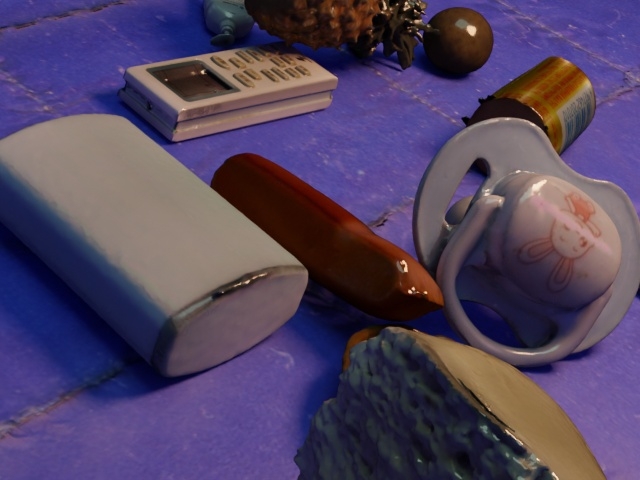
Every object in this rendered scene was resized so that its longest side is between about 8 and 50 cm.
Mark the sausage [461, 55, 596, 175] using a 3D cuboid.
[{"bbox_3d":[0.299,-0.177,1.718,0.125,0.117,0.317,43,34,6],"label":"sausage"}]

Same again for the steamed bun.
[{"bbox_3d":[0.109,0.209,0.893,0.273,0.272,0.290,3,40,-26],"label":"steamed bun"}]

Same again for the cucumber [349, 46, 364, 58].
[{"bbox_3d":[0.041,-0.319,1.862,0.036,0.033,0.184,29,23,-36],"label":"cucumber"}]

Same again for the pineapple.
[{"bbox_3d":[0.052,-0.312,1.701,0.340,0.169,0.169,15,26,-48],"label":"pineapple"}]

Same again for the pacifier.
[{"bbox_3d":[0.200,0.008,1.361,0.287,0.238,0.226,29,-4,-19],"label":"pacifier"}]

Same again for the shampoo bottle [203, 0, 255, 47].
[{"bbox_3d":[-0.124,-0.304,1.732,0.077,0.045,0.152,15,31,-13],"label":"shampoo bottle"}]

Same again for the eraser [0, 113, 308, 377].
[{"bbox_3d":[-0.170,-0.006,1.207,0.290,0.104,0.189,39,41,27],"label":"eraser"}]

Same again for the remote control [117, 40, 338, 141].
[{"bbox_3d":[-0.107,-0.189,1.560,0.103,0.055,0.277,39,36,28],"label":"remote control"}]

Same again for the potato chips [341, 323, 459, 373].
[{"bbox_3d":[0.082,0.147,1.170,0.150,0.049,0.201,20,26,-9],"label":"potato chips"}]

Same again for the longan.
[{"bbox_3d":[0.199,-0.290,1.857,0.106,0.106,0.119,10,-8,-16],"label":"longan"}]

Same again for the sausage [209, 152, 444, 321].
[{"bbox_3d":[0.000,0.000,1.297,0.300,0.083,0.089,35,-5,32],"label":"sausage"}]
